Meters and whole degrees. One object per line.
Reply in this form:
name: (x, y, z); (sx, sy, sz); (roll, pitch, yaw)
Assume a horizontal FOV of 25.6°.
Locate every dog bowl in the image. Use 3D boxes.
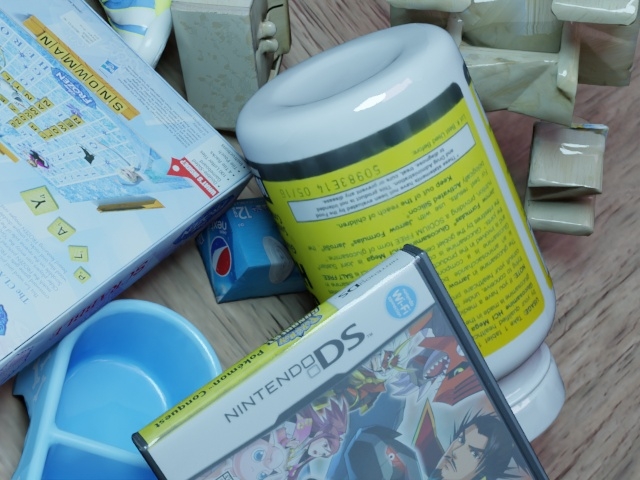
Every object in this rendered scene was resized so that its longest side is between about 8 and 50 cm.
dog bowl: (-0.156, 0.174, 1.058); (0.166, 0.074, 0.297); (20, 52, -18)

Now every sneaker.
sneaker: (-0.198, -0.250, 1.297); (0.126, 0.091, 0.240); (13, 48, -18)

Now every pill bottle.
pill bottle: (0.078, 0.010, 1.144); (0.188, 0.188, 0.334); (-43, 117, -41)

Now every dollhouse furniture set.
dollhouse furniture set: (0.092, -0.229, 1.288); (0.394, 0.362, 0.256); (6, 55, 8)

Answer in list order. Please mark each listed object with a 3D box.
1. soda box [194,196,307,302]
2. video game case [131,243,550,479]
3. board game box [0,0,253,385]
soda box: (0.000, 0.000, 1.260); (0.210, 0.071, 0.067); (-8, 65, -34)
video game case: (0.034, 0.182, 1.044); (0.248, 0.035, 0.275); (-34, 111, -12)
board game box: (-0.263, -0.075, 1.074); (0.319, 0.066, 0.318); (45, 48, 6)
